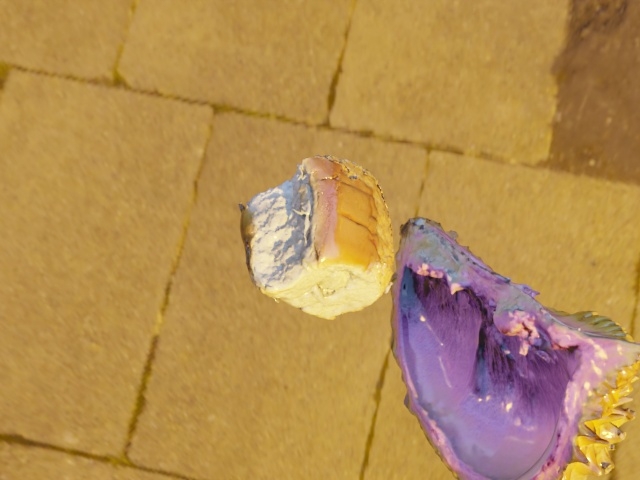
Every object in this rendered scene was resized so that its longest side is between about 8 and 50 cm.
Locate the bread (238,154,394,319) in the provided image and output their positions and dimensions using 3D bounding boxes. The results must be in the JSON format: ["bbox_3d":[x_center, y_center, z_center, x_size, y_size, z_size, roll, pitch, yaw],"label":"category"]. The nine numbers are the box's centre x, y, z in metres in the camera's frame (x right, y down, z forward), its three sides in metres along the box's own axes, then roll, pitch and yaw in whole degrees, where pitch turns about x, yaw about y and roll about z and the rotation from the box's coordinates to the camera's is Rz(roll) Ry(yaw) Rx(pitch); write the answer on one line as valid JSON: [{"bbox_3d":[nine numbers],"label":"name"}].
[{"bbox_3d":[0.002,0.000,0.783,0.077,0.083,0.070,-29,59,23],"label":"bread"}]

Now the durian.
[{"bbox_3d":[0.155,0.104,1.068,0.112,0.341,0.191,-4,108,-27],"label":"durian"}]
